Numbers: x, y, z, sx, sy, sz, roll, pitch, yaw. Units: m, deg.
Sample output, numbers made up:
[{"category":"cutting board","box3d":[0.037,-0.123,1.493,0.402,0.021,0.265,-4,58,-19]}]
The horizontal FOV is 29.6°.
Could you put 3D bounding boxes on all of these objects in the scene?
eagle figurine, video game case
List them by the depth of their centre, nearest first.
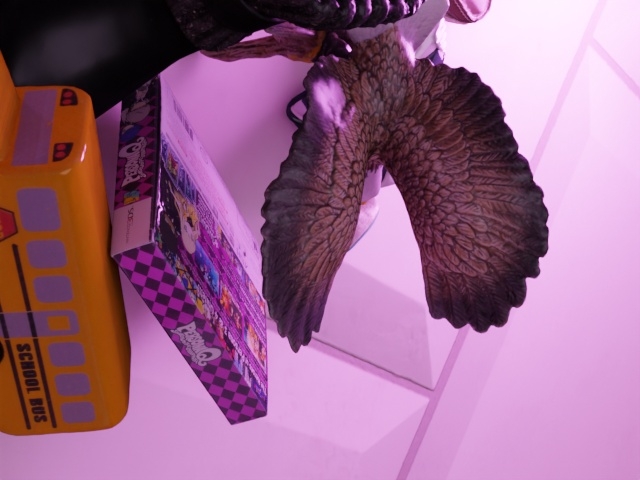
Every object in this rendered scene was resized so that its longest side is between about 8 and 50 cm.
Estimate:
[{"category":"video game case","box3d":[-0.106,0.008,1.029,0.210,0.042,0.232,-96,165,-45]},{"category":"eagle figurine","box3d":[0.049,-0.072,1.034,0.226,0.298,0.225,-27,145,18]}]

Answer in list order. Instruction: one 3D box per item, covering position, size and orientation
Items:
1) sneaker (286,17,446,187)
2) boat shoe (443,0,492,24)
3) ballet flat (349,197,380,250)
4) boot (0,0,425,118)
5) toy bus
[{"category":"sneaker","box3d":[0.039,-0.157,1.186,0.153,0.094,0.235,-20,130,-52]},{"category":"boat shoe","box3d":[0.132,-0.313,1.227,0.095,0.095,0.257,-55,137,-17]},{"category":"ballet flat","box3d":[0.000,0.000,1.238,0.168,0.057,0.052,-50,126,-23]},{"category":"boot","box3d":[-0.096,-0.174,0.902,0.348,0.260,0.131,-47,134,-23]},{"category":"toy bus","box3d":[-0.221,-0.002,0.880,0.130,0.108,0.333,-2,132,-2]}]
